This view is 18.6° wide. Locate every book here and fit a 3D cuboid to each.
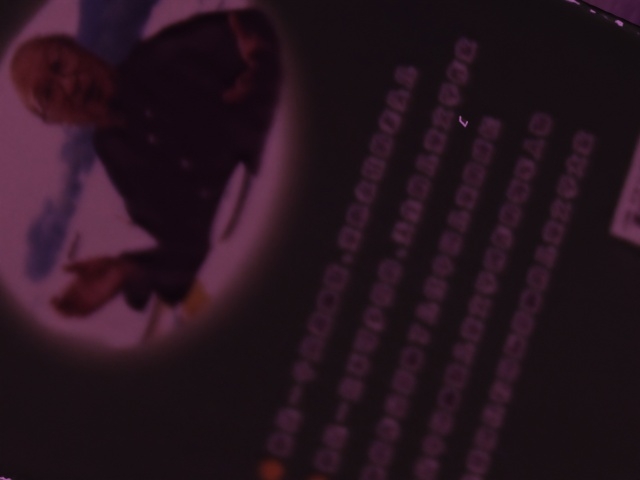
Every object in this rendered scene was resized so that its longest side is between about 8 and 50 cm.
[{"bbox_3d":[0.000,0.000,0.752,0.371,0.043,0.260,22,81,-16],"label":"book"}]
